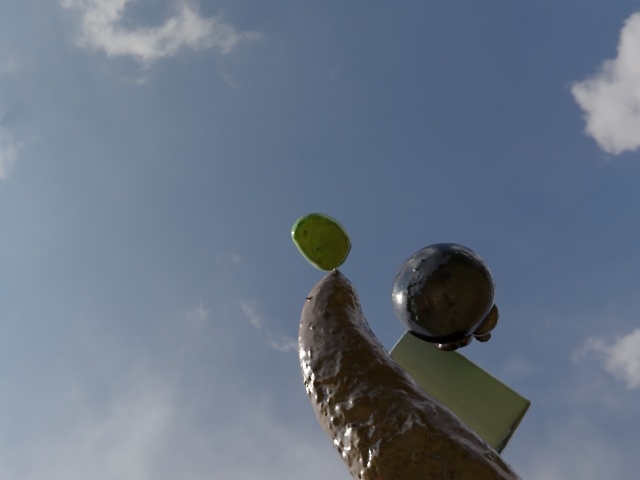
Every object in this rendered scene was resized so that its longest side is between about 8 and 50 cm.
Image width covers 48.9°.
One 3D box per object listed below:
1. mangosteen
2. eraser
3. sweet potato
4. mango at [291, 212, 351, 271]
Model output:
[{"bbox_3d":[0.262,0.122,1.391,0.250,0.211,0.211,40,-91,-22],"label":"mangosteen"},{"bbox_3d":[0.258,0.323,1.430,0.290,0.104,0.189,34,-90,23],"label":"eraser"},{"bbox_3d":[0.073,0.161,0.537,0.114,0.341,0.092,-24,-36,-30],"label":"sweet potato"},{"bbox_3d":[0.000,0.000,0.999,0.108,0.056,0.073,31,-87,-45],"label":"mango"}]
